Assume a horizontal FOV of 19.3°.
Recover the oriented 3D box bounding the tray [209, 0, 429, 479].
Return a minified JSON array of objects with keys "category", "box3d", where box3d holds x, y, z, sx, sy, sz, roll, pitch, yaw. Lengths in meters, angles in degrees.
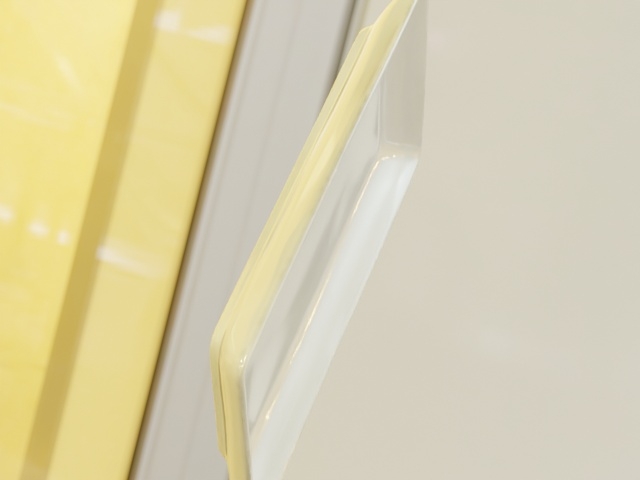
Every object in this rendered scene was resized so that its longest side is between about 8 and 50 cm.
[{"category":"tray","box3d":[0.000,0.000,0.932,0.030,0.270,0.145,14,-38,13]}]
